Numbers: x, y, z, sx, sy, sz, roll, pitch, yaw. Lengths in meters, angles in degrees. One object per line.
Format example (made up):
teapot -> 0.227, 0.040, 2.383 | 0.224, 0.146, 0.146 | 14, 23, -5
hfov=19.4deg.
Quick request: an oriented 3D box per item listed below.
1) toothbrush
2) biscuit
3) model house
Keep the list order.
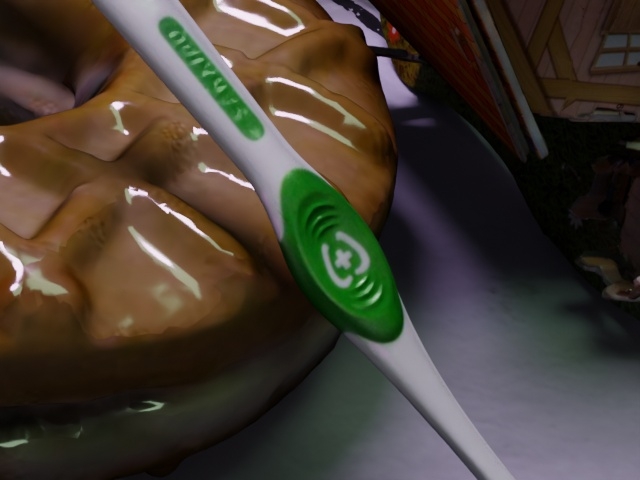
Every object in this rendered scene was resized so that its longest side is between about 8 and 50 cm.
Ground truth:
toothbrush -> -0.001, 0.000, 0.569 | 0.304, 0.030, 0.030 | 51, 40, -3
biscuit -> -0.133, -0.035, 0.666 | 0.332, 0.103, 0.332 | 7, 35, -5
model house -> 0.056, -0.109, 0.710 | 0.154, 0.207, 0.294 | 2, 33, -31
